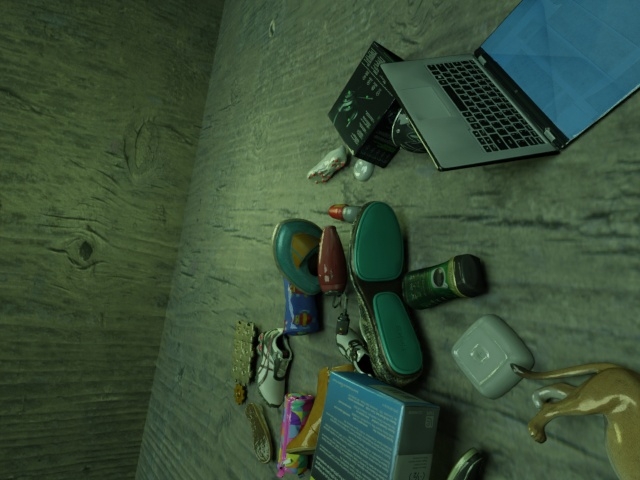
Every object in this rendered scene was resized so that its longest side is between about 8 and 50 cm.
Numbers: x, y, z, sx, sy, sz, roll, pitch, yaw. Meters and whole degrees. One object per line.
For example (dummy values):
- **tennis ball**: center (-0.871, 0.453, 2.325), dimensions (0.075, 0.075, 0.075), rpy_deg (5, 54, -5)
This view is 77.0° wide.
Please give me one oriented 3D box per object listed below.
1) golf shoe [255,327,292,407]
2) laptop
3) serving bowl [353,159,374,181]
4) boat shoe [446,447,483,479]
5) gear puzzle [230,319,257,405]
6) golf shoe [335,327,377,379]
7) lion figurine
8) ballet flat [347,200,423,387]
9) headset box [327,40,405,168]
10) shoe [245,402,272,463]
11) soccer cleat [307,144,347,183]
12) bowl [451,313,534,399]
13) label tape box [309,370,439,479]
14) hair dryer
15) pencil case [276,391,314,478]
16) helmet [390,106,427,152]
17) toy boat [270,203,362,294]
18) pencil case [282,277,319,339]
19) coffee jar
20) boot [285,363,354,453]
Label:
- **golf shoe**: center (-0.159, 0.441, 1.413), dimensions (0.120, 0.105, 0.272), rpy_deg (-32, 55, 37)
- **laptop**: center (0.383, -0.378, 0.822), dimensions (0.236, 0.409, 0.381), rpy_deg (92, 165, -53)
- **serving bowl**: center (0.133, -0.232, 1.287), dimensions (0.083, 0.027, 0.083), rpy_deg (-20, 64, 49)
- **boat shoe**: center (0.284, 0.520, 0.796), dimensions (0.073, 0.080, 0.223), rpy_deg (30, 109, 48)
- **gear puzzle**: center (-0.309, 0.503, 1.656), dimensions (0.176, 0.044, 0.337), rpy_deg (-7, 77, 52)
- **golf shoe**: center (0.106, 0.303, 1.093), dimensions (0.198, 0.077, 0.093), rpy_deg (60, 152, 33)
- **lion figurine**: center (0.460, 0.302, 0.569), dimensions (0.240, 0.142, 0.391), rpy_deg (-45, 41, 27)
- **ballet flat**: center (0.145, 0.138, 1.061), dimensions (0.182, 0.164, 0.481), rpy_deg (125, 142, -59)
- **headset box**: center (0.169, -0.392, 1.200), dimensions (0.283, 0.131, 0.246), rpy_deg (-53, 42, 29)
- **shoe**: center (-0.211, 0.688, 1.448), dimensions (0.077, 0.058, 0.218), rpy_deg (-39, 50, 14)
- **soccer cleat**: center (0.026, -0.264, 1.423), dimensions (0.196, 0.068, 0.076), rpy_deg (-27, 43, 46)
- **bowl**: center (0.340, 0.235, 0.828), dimensions (0.141, 0.053, 0.142), rpy_deg (-57, 38, 24)
- **label tape box**: center (0.099, 0.485, 0.857), dimensions (0.249, 0.115, 0.346), rpy_deg (-1, 77, 57)
- **hair dryer**: center (0.029, 0.099, 1.133), dimensions (0.223, 0.080, 0.292), rpy_deg (-105, 11, -68)
- **pencil case**: center (-0.077, 0.598, 1.248), dimensions (0.105, 0.105, 0.235), rpy_deg (-10, 70, 53)
- **helmet**: center (0.255, -0.300, 1.016), dimensions (0.169, 0.170, 0.161), rpy_deg (-52, 31, 31)
- **toy boat**: center (0.000, 0.000, 1.247), dimensions (0.318, 0.267, 0.148), rpy_deg (-49, 27, -16)
- **pencil case**: center (-0.072, 0.176, 1.362), dimensions (0.133, 0.120, 0.305), rpy_deg (86, 180, -69)
- **coffee jar**: center (0.283, 0.097, 0.927), dimensions (0.185, 0.079, 0.096), rpy_deg (-27, 53, 48)
- **boot**: center (0.007, 0.487, 1.165), dimensions (0.295, 0.104, 0.211), rpy_deg (-34, 46, 30)
